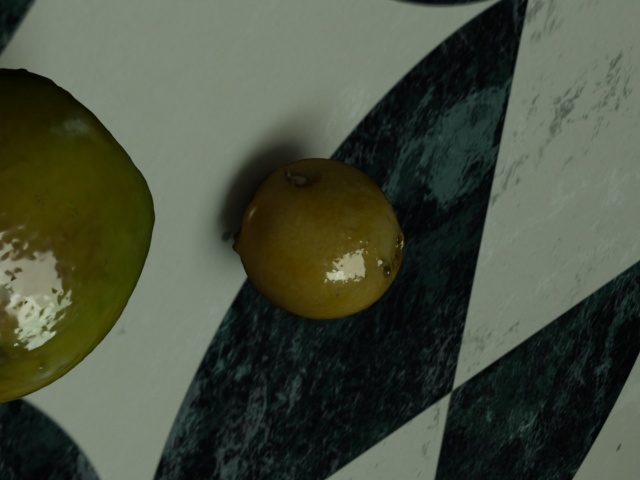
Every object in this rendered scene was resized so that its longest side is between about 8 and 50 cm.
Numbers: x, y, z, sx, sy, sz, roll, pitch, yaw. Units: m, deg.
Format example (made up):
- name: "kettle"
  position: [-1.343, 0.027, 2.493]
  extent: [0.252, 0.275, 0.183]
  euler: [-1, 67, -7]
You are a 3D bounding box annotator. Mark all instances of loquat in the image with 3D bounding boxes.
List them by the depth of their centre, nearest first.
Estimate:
- name: "loquat"
  position: [-0.222, 0.012, 1.055]
  extent: [0.246, 0.213, 0.213]
  euler: [-44, 147, -24]
- name: "loquat"
  position: [0.000, 0.000, 1.437]
  extent: [0.141, 0.141, 0.141]
  euler: [-37, 143, -34]
